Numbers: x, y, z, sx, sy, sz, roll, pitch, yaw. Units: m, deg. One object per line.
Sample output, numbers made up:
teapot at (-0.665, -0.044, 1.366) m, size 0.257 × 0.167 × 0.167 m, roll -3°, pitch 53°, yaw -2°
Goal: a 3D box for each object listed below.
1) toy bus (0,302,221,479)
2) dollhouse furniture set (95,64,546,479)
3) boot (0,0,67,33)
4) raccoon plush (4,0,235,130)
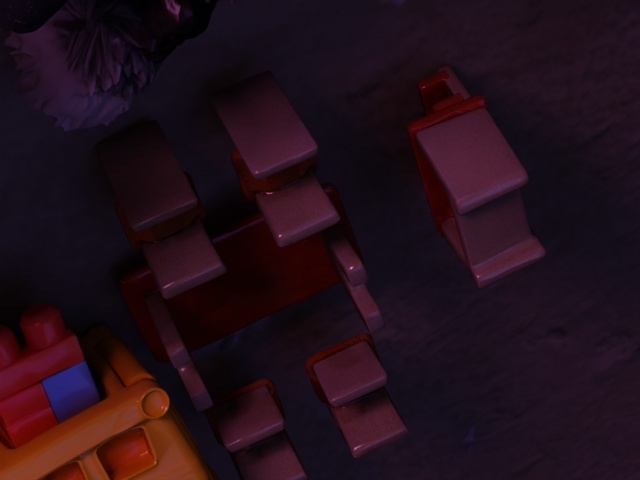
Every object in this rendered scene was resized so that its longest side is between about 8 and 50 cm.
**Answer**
toy bus at (-0.182, 0.146, 1.162) m, size 0.220 × 0.149 × 0.211 m, roll -29°, pitch 120°, yaw -13°
dollhouse furniture set at (0.000, 0.000, 1.219) m, size 0.259 × 0.135 × 0.262 m, roll -24°, pitch 133°, yaw -5°
boot at (-0.159, -0.269, 0.816) m, size 0.223 × 0.118 × 0.338 m, roll -38°, pitch 123°, yaw 17°
raccoon plush at (0.032, -0.256, 1.050) m, size 0.299 × 0.216 × 0.446 m, roll -7°, pitch 155°, yaw -49°
